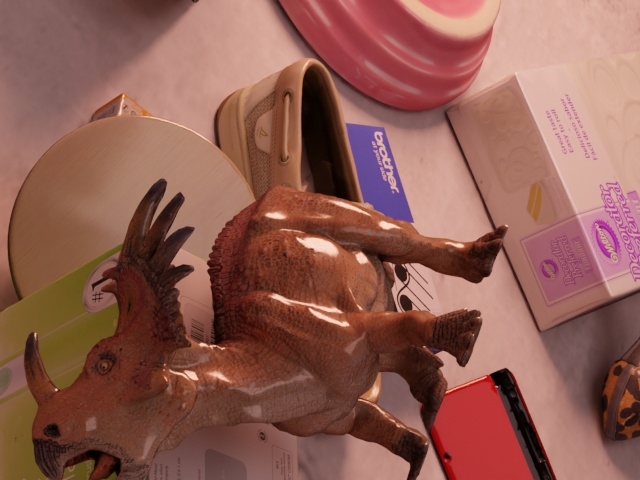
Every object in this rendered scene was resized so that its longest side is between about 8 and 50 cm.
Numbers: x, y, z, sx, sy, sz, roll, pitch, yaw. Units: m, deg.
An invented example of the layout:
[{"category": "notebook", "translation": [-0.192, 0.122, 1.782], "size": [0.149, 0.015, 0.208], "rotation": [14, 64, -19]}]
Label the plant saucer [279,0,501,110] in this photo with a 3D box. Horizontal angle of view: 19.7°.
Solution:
[{"category": "plant saucer", "translation": [0.066, -0.289, 1.761], "size": [0.332, 0.084, 0.332], "rotation": [29, 48, -39]}]

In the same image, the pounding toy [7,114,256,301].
[{"category": "pounding toy", "translation": [-0.165, 0.015, 1.293], "size": [0.236, 0.110, 0.183], "rotation": [-9, 85, -23]}]

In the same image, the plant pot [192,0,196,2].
[{"category": "plant pot", "translation": [-0.111, -0.374, 1.468], "size": [0.255, 0.271, 0.272], "rotation": [39, 40, -6]}]

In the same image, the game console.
[{"category": "game console", "translation": [0.155, 0.193, 1.627], "size": [0.124, 0.085, 0.144], "rotation": [32, 36, -81]}]

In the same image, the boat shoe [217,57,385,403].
[{"category": "boat shoe", "translation": [0.000, 0.000, 1.483], "size": [0.109, 0.098, 0.302], "rotation": [8, 62, -49]}]

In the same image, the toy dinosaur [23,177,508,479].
[{"category": "toy dinosaur", "translation": [-0.020, 0.028, 0.956], "size": [0.200, 0.127, 0.296], "rotation": [21, 23, 4]}]

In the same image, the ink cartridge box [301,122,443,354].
[{"category": "ink cartridge box", "translation": [0.041, 0.002, 1.578], "size": [0.097, 0.046, 0.207], "rotation": [2, 67, -52]}]

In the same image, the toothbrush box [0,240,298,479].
[{"category": "toothbrush box", "translation": [-0.151, 0.151, 1.045], "size": [0.122, 0.283, 0.206], "rotation": [27, 49, -38]}]

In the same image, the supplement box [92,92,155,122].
[{"category": "supplement box", "translation": [-0.146, -0.054, 1.390], "size": [0.062, 0.036, 0.098], "rotation": [36, 44, -31]}]

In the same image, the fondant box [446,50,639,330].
[{"category": "fondant box", "translation": [0.290, -0.061, 1.885], "size": [0.330, 0.096, 0.238], "rotation": [-16, 81, -52]}]

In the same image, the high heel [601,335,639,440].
[{"category": "high heel", "translation": [0.366, 0.178, 1.877], "size": [0.186, 0.093, 0.261], "rotation": [-54, 135, -20]}]
